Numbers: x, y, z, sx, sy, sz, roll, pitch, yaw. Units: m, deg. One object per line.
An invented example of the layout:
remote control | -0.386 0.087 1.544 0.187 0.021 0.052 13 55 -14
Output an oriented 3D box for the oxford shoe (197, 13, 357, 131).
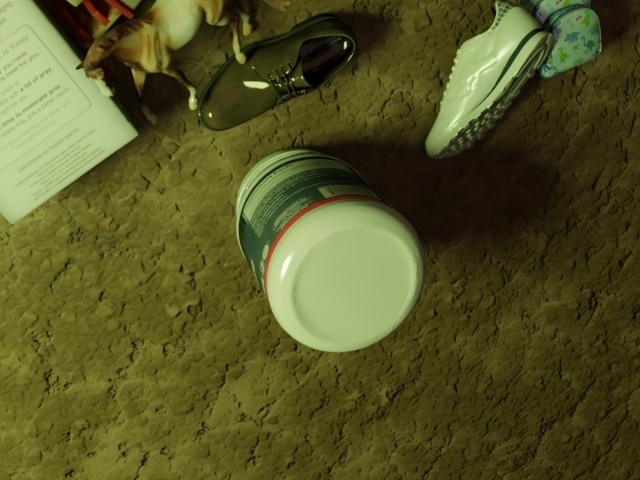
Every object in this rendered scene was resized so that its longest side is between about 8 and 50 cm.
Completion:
oxford shoe | -0.056 -0.209 1.017 0.227 0.096 0.082 -35 120 1

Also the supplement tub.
supplement tub | 0.000 0.000 1.024 0.191 0.272 0.191 -7 114 -15

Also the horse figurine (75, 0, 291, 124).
horse figurine | -0.152 -0.242 0.933 0.263 0.066 0.174 -44 151 -8

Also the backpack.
backpack | 0.331 -0.292 1.112 0.105 0.084 0.114 -23 114 -11

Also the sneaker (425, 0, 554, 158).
sneaker | 0.215 -0.215 1.115 0.235 0.095 0.090 -52 160 26

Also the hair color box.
hair color box | -0.393 -0.222 0.891 0.185 0.113 0.374 -36 119 -1

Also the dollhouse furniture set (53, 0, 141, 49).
dollhouse furniture set | -0.288 -0.320 0.818 0.135 0.262 0.259 -44 150 6
